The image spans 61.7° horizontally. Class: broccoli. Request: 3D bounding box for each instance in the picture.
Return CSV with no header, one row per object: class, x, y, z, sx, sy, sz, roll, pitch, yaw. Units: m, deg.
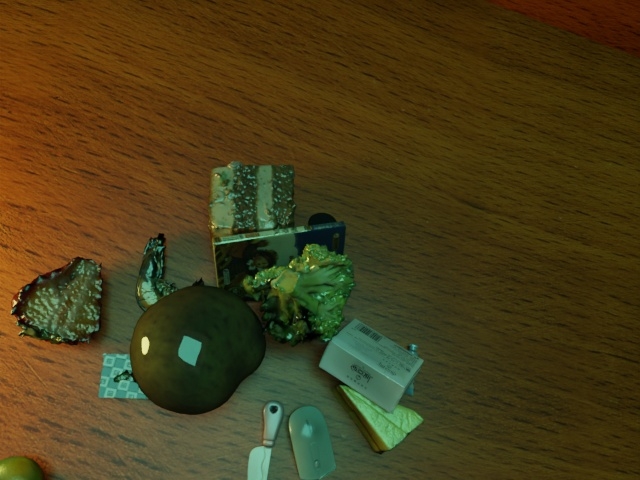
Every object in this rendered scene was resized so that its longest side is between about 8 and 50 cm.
broccoli,-0.049,0.163,1.626,0.348,0.281,0.293,-35,65,10

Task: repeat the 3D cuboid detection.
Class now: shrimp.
shrimp,-0.509,0.114,1.822,0.223,0.054,0.290,1,75,-8

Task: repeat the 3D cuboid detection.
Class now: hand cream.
hand cream,0.307,0.446,1.861,0.065,0.043,0.170,15,74,-4

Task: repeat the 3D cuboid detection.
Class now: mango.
mango,-0.918,0.712,1.520,0.251,0.114,0.156,-17,83,-16

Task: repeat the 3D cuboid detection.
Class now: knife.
knife,-0.183,0.678,1.700,0.081,0.043,0.335,12,72,0

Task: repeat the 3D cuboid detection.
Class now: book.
book,-0.133,0.078,1.784,0.429,0.299,0.039,-8,44,-12

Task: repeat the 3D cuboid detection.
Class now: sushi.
sushi,-0.600,0.435,1.713,0.201,0.031,0.139,6,70,-11

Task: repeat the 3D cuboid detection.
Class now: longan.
longan,-0.372,0.325,1.626,0.405,0.336,0.404,11,52,-14

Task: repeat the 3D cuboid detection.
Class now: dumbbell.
dumbbell,0.000,0.000,1.868,0.100,0.191,0.100,3,50,-3

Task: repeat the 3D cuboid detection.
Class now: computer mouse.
computer mouse,-0.031,0.649,1.718,0.128,0.079,0.230,-16,78,-12

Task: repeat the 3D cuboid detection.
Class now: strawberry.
strawberry,-0.834,0.197,1.696,0.254,0.150,0.279,8,67,-29

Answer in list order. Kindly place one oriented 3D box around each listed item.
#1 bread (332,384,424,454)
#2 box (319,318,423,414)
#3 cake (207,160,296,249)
bread,0.185,0.537,1.743,0.163,0.167,0.264,-33,79,-21
box,0.166,0.396,1.729,0.274,0.116,0.203,30,24,17
cake,-0.232,-0.097,1.832,0.291,0.282,0.255,1,65,-5
